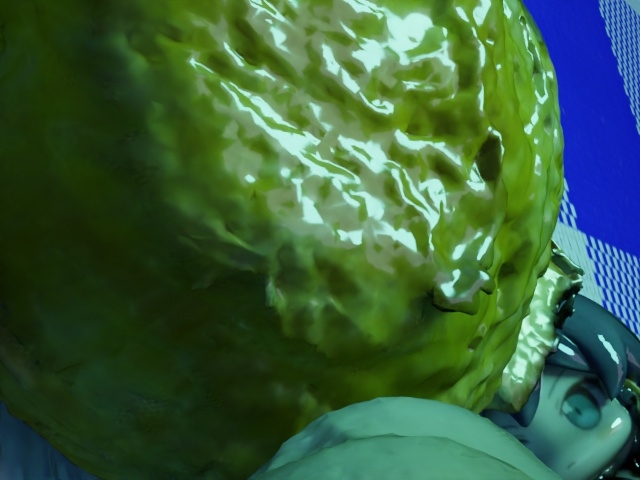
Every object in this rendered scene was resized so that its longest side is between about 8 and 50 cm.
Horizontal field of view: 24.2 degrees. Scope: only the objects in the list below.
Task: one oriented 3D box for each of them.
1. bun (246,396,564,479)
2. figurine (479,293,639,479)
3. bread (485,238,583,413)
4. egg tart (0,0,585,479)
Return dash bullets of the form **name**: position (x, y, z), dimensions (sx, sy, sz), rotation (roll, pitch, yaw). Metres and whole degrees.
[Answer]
- **bun**: position (0.096, 0.204, 0.496), dimensions (0.360, 0.211, 0.359), rotation (42, 9, -8)
- **figurine**: position (0.179, 0.155, 1.007), dimensions (0.265, 0.175, 0.197), rotation (63, -14, 4)
- **bread**: position (0.000, 0.006, 0.798), dimensions (0.260, 0.134, 0.129), rotation (32, 53, -14)
- **egg tart**: position (-0.007, -0.052, 0.641), dimensions (0.340, 0.153, 0.351), rotation (26, 71, -24)
